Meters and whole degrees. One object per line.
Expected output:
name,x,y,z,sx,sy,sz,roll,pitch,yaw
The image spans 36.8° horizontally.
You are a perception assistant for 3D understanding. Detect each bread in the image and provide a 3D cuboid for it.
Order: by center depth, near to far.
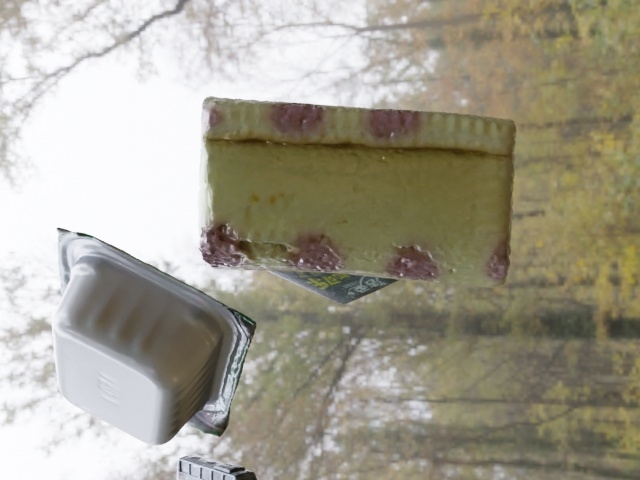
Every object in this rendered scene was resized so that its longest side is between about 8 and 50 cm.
bread,0.041,-0.052,1.037,0.155,0.339,0.187,60,-147,-82

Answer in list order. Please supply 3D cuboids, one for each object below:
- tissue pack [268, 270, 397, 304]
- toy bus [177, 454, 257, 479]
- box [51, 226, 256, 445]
tissue pack,0.000,0.000,1.399,0.257,0.185,0.081,26,-127,-34
toy bus,-0.159,0.369,1.465,0.047,0.166,0.065,-1,-89,-42
box,-0.235,0.151,1.197,0.106,0.264,0.336,-61,-6,-33
